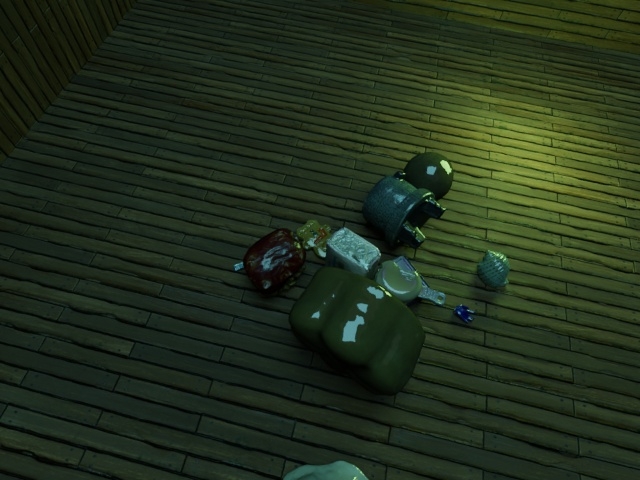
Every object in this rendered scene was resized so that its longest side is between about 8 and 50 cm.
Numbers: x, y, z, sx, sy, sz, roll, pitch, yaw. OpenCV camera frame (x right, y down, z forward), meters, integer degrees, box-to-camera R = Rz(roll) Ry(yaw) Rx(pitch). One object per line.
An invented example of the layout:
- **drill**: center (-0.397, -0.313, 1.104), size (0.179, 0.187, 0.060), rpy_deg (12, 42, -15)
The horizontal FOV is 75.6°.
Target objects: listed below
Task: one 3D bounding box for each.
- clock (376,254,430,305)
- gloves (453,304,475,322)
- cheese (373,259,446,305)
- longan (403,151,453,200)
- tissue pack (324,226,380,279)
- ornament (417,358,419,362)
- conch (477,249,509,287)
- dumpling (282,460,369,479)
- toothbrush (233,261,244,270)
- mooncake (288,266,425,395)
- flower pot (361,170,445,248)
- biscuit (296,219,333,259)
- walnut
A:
- **clock**: center (0.341, 0.175, 1.720), size (0.144, 0.073, 0.193), rpy_deg (-27, 64, -17)
- **gloves**: center (0.592, 0.296, 1.690), size (0.086, 0.026, 0.064), rpy_deg (35, 62, 16)
- **cheese**: center (0.354, 0.183, 1.629), size (0.286, 0.082, 0.163), rpy_deg (20, 61, 7)
- **longan**: center (0.498, -0.290, 1.926), size (0.248, 0.248, 0.248), rpy_deg (1, 59, -2)
- **tissue pack**: center (0.121, 0.092, 1.642), size (0.201, 0.271, 0.124), rpy_deg (32, 65, 15)
- **ornament**: center (0.294, 0.475, 1.540), size (0.156, 0.081, 0.075), rpy_deg (-34, 63, -25)
- **conch**: center (0.744, 0.117, 1.766), size (0.135, 0.102, 0.153), rpy_deg (-22, 63, 1)
- **dumpling**: center (0.037, 0.800, 1.269), size (0.318, 0.187, 0.243), rpy_deg (36, 67, 20)
- **toothbrush**: center (-0.224, 0.071, 1.774), size (0.303, 0.030, 0.030), rpy_deg (-18, 62, -12)
- **mooncake**: center (0.112, 0.312, 1.408), size (0.466, 0.467, 0.262), rpy_deg (30, 69, 14)
- **flower pot**: center (0.370, -0.125, 1.786), size (0.299, 0.299, 0.283), rpy_deg (-36, 60, -21)
- **biscuit**: center (0.000, 0.000, 1.827), size (0.166, 0.036, 0.225), rpy_deg (-37, 68, -23)
- **walnut**: center (-0.170, 0.094, 1.661), size (0.269, 0.221, 0.244), rpy_deg (-37, 105, -11)
